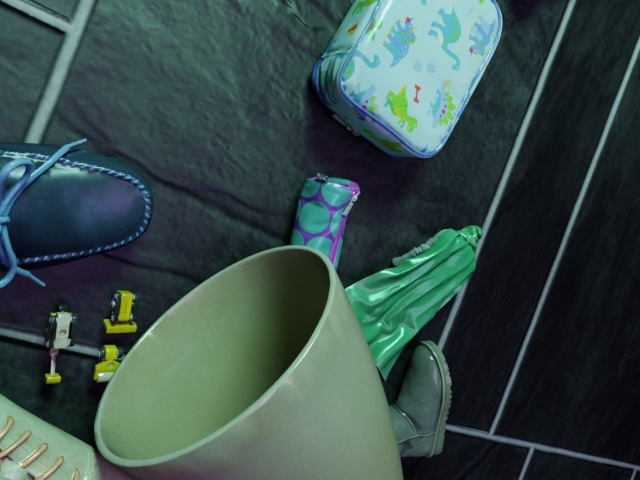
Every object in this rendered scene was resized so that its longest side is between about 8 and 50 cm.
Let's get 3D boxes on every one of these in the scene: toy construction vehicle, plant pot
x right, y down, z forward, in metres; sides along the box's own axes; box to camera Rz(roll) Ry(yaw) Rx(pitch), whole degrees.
[{"bbox_3d":[-0.236,0.097,0.550,0.085,0.035,0.098,2,102,-39],"label":"toy construction vehicle"},{"bbox_3d":[-0.030,0.189,0.545,0.256,0.256,0.274,-41,116,-15],"label":"plant pot"}]

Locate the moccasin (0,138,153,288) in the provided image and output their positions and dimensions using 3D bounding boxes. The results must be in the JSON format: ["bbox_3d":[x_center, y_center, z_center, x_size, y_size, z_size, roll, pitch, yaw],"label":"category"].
[{"bbox_3d":[-0.309,-0.014,0.439,0.342,0.117,0.138,-6,103,-26],"label":"moccasin"}]

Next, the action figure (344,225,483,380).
[{"bbox_3d":[0.130,0.057,0.709,0.232,0.063,0.137,-38,112,-12],"label":"action figure"}]

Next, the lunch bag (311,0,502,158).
[{"bbox_3d":[0.107,-0.215,0.630,0.176,0.090,0.219,30,85,-27],"label":"lunch bag"}]

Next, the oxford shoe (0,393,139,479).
[{"bbox_3d":[-0.248,0.202,0.415,0.397,0.146,0.140,26,45,-8],"label":"oxford shoe"}]

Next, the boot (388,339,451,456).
[{"bbox_3d":[0.070,0.239,0.717,0.208,0.076,0.190,-4,100,-20],"label":"boot"}]

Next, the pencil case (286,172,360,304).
[{"bbox_3d":[0.000,0.000,0.628,0.064,0.070,0.152,4,100,-52],"label":"pencil case"}]
